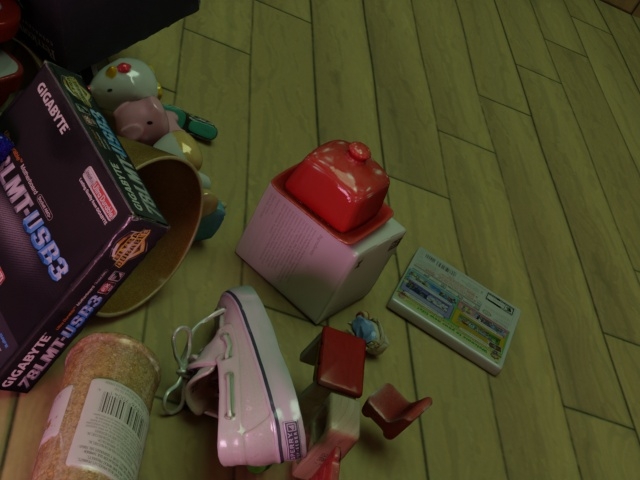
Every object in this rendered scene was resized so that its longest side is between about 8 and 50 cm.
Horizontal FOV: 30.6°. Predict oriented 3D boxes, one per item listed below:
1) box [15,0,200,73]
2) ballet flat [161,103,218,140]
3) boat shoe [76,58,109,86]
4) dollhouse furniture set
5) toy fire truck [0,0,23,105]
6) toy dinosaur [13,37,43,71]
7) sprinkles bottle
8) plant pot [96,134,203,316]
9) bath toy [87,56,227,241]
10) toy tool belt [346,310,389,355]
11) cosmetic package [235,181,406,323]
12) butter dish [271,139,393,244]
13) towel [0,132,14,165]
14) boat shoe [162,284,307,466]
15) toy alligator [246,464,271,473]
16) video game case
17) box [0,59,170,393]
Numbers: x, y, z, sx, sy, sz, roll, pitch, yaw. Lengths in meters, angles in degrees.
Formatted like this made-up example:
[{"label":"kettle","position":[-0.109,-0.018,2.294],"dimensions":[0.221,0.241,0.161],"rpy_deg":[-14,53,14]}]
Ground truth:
[{"label":"box","position":[-0.444,-0.607,1.828],"dimensions":[0.297,0.472,0.480],"rpy_deg":[-35,60,-27]},{"label":"ballet flat","position":[-0.232,-0.203,2.013],"dimensions":[0.114,0.041,0.041],"rpy_deg":[23,33,-12]},{"label":"boat shoe","position":[-0.424,-0.343,1.996],"dimensions":[0.091,0.114,0.303],"rpy_deg":[-21,51,0]},{"label":"dollhouse furniture set","position":[0.076,0.272,1.465],"dimensions":[0.201,0.152,0.374],"rpy_deg":[22,42,-14]},{"label":"toy fire truck","position":[-0.602,-0.298,1.733],"dimensions":[0.302,0.169,0.254],"rpy_deg":[44,46,20]},{"label":"toy dinosaur","position":[-0.423,-0.244,1.838],"dimensions":[0.092,0.053,0.183],"rpy_deg":[-70,137,-86]},{"label":"sprinkles bottle","position":[-0.259,0.256,1.293],"dimensions":[0.121,0.121,0.355],"rpy_deg":[23,33,-13]},{"label":"plant pot","position":[-0.330,-0.061,1.593],"dimensions":[0.254,0.237,0.237],"rpy_deg":[31,30,26]},{"label":"bath toy","position":[-0.266,-0.155,1.803],"dimensions":[0.129,0.151,0.348],"rpy_deg":[-7,52,-35]},{"label":"toy tool belt","position":[0.066,0.137,1.777],"dimensions":[0.051,0.052,0.083],"rpy_deg":[10,36,-42]},{"label":"cosmetic package","position":[0.000,0.000,1.814],"dimensions":[0.183,0.151,0.151],"rpy_deg":[42,35,17]},{"label":"butter dish","position":[0.036,-0.094,1.717],"dimensions":[0.160,0.118,0.160],"rpy_deg":[38,35,14]},{"label":"towel","position":[-0.549,-0.143,1.377],"dimensions":[0.308,0.076,0.228],"rpy_deg":[35,51,10]},{"label":"boat shoe","position":[-0.130,0.177,1.498],"dimensions":[0.156,0.136,0.367],"rpy_deg":[-11,28,-9]},{"label":"toy alligator","position":[-0.066,0.254,1.523],"dimensions":[0.190,0.056,0.051],"rpy_deg":[-53,129,-64]},{"label":"video game case","position":[0.228,0.115,1.962],"dimensions":[0.212,0.023,0.193],"rpy_deg":[33,33,2]},{"label":"box","position":[-0.349,-0.018,1.427],"dimensions":[0.073,0.293,0.296],"rpy_deg":[18,31,-51]}]
